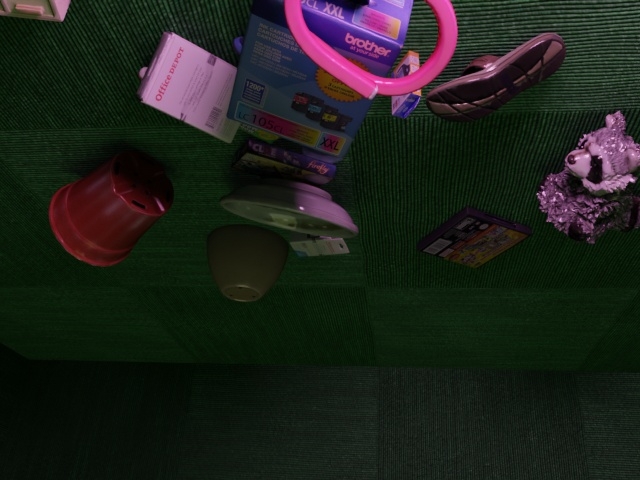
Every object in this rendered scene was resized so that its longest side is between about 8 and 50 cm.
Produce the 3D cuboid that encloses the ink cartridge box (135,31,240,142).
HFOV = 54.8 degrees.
[{"bbox_3d":[-0.270,-0.333,1.352,0.217,0.159,0.092,23,-171,-32],"label":"ink cartridge box"}]

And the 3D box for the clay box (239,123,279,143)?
[{"bbox_3d":[-0.125,-0.312,1.490,0.127,0.053,0.222,21,146,-30],"label":"clay box"}]

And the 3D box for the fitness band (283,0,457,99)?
[{"bbox_3d":[0.079,-0.349,0.981,0.290,0.054,0.209,31,123,-18],"label":"fitness band"}]

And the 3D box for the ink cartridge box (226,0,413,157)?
[{"bbox_3d":[-0.005,-0.359,1.156,0.269,0.151,0.395,18,146,-7],"label":"ink cartridge box"}]

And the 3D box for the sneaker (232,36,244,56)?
[{"bbox_3d":[-0.119,-0.405,1.324,0.144,0.053,0.059,14,152,-34],"label":"sneaker"}]

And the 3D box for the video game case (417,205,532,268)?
[{"bbox_3d":[0.490,-0.003,1.992,0.248,0.035,0.275,16,148,-20],"label":"video game case"}]

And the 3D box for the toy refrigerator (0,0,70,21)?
[{"bbox_3d":[-0.631,-0.496,1.178,0.269,0.094,0.102,5,151,-3],"label":"toy refrigerator"}]

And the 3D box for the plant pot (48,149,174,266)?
[{"bbox_3d":[-0.569,-0.104,1.738,0.265,0.272,0.272,-30,137,33],"label":"plant pot"}]

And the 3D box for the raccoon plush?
[{"bbox_3d":[0.763,-0.175,1.580,0.446,0.216,0.299,-12,148,-36],"label":"raccoon plush"}]

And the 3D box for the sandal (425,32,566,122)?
[{"bbox_3d":[0.373,-0.352,1.334,0.302,0.086,0.120,-25,137,18],"label":"sandal"}]

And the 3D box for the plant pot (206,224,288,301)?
[{"bbox_3d":[-0.259,0.097,2.108,0.284,0.191,0.284,4,151,2],"label":"plant pot"}]

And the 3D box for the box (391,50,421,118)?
[{"bbox_3d":[0.183,-0.330,1.330,0.028,0.136,0.081,15,149,-19],"label":"box"}]

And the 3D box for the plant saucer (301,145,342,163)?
[{"bbox_3d":[0.010,-0.244,1.627,0.119,0.021,0.119,3,150,2],"label":"plant saucer"}]

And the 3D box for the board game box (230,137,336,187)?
[{"bbox_3d":[-0.102,-0.198,1.659,0.243,0.042,0.165,15,166,-20],"label":"board game box"}]

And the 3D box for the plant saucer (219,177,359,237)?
[{"bbox_3d":[-0.079,-0.099,1.746,0.400,0.101,0.400,13,174,2],"label":"plant saucer"}]

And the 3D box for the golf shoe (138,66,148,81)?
[{"bbox_3d":[-0.320,-0.367,1.417,0.186,0.067,0.086,14,126,-22],"label":"golf shoe"}]

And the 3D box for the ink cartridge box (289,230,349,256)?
[{"bbox_3d":[0.000,0.000,2.031,0.180,0.060,0.104,-5,149,16],"label":"ink cartridge box"}]
